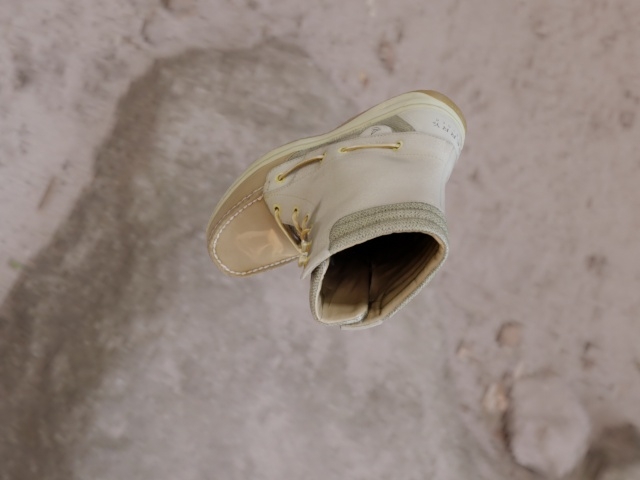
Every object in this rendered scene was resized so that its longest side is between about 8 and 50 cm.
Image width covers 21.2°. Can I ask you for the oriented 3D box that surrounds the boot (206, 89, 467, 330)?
[{"bbox_3d":[0.000,0.000,1.140,0.077,0.213,0.165,48,29,-26],"label":"boot"}]
